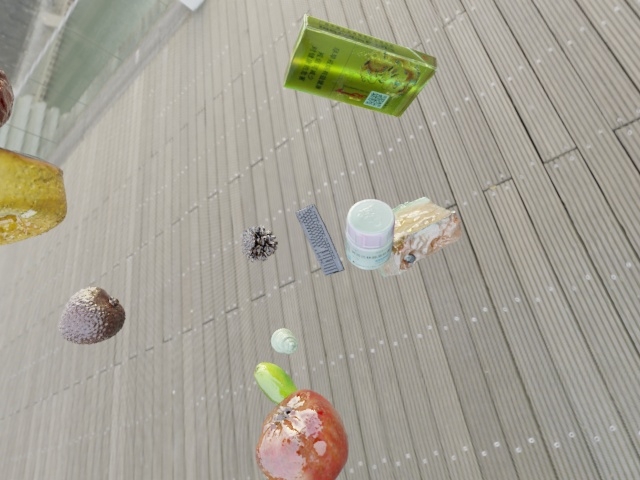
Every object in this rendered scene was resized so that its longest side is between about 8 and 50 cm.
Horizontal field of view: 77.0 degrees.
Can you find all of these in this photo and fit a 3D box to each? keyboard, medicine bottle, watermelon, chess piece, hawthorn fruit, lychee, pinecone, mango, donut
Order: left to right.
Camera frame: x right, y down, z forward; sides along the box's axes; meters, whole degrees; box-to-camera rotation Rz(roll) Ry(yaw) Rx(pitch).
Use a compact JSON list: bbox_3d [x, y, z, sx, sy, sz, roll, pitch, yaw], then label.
[{"bbox_3d":[-0.520,-0.062,0.603,0.253,0.253,0.118,-23,81,33],"label":"donut"},{"bbox_3d":[-0.739,0.250,1.311,0.194,0.194,0.194,-15,66,37],"label":"lychee"},{"bbox_3d":[-0.216,0.012,1.438,0.140,0.121,0.140,-6,82,49],"label":"pinecone"},{"bbox_3d":[-0.153,0.553,1.519,0.233,0.125,0.111,37,110,2],"label":"mango"},{"bbox_3d":[-0.079,0.239,0.933,0.149,0.059,0.059,150,132,-75],"label":"chess piece"},{"bbox_3d":[-0.035,0.647,1.248,0.287,0.330,0.287,-29,17,10],"label":"hawthorn fruit"},{"bbox_3d":[0.000,0.000,1.364,0.087,0.017,0.250,-20,100,28],"label":"keyboard"},{"bbox_3d":[0.134,-0.015,1.095,0.135,0.168,0.135,-2,53,2],"label":"medicine bottle"},{"bbox_3d":[0.288,0.001,1.263,0.264,0.151,0.302,-30,17,1],"label":"watermelon"}]

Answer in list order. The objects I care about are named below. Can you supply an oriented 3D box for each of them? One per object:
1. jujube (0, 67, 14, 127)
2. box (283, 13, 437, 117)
[{"bbox_3d":[-0.569,-0.217,0.613,0.155,0.155,0.230,-49,42,17],"label":"jujube"},{"bbox_3d":[0.085,-0.383,0.917,0.173,0.311,0.043,131,144,-60],"label":"box"}]
